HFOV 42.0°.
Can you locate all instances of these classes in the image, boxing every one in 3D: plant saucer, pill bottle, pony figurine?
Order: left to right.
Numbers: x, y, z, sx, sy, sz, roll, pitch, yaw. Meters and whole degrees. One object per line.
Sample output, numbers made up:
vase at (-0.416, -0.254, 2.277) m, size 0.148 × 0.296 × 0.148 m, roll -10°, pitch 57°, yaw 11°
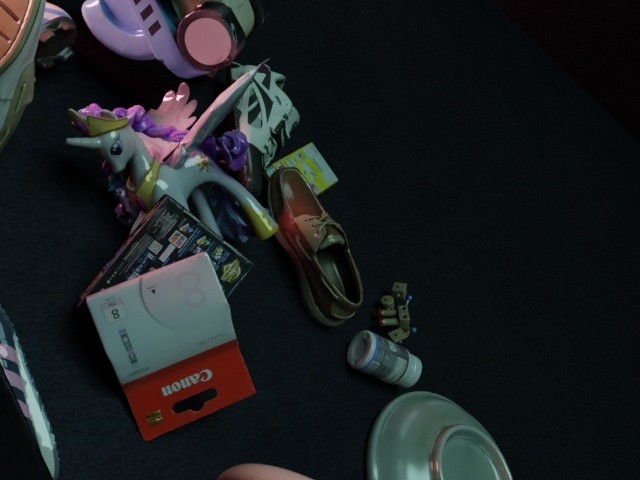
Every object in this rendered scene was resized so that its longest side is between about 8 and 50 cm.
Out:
pony figurine at (-0.226, -0.126, 1.407) m, size 0.351 × 0.302 × 0.364 m, roll -48°, pitch 115°, yaw -42°
pill bottle at (0.126, 0.233, 1.614) m, size 0.137 × 0.078 × 0.078 m, roll 28°, pitch 46°, yaw -29°
plant saucer at (0.263, 0.463, 1.570) m, size 0.400 × 0.100 × 0.401 m, roll 26°, pitch 46°, yaw -31°

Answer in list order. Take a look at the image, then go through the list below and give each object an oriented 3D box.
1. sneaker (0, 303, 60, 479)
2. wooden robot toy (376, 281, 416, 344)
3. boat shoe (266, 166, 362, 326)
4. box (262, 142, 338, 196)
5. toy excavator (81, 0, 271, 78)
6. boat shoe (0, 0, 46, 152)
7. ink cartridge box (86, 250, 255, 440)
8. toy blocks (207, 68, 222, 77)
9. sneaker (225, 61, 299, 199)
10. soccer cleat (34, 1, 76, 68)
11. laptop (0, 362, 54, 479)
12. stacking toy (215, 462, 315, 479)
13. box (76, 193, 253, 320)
sneaker at (-0.445, 0.183, 1.048) m, size 0.131 × 0.112 × 0.319 m, roll -14°, pitch 73°, yaw -51°
wooden robot toy at (0.155, 0.170, 1.716) m, size 0.173 × 0.076 × 0.079 m, roll -90°, pitch 175°, yaw -51°
boat shoe at (0.000, 0.000, 1.598) m, size 0.123 × 0.116 × 0.325 m, roll -19°, pitch 83°, yaw -39°
box at (-0.046, -0.129, 1.734) m, size 0.105 × 0.043 × 0.179 m, roll 55°, pitch 37°, yaw -1°
toy excavator at (-0.371, -0.460, 1.443) m, size 0.222 × 0.444 × 0.433 m, roll -70°, pitch 141°, yaw -55°
boat shoe at (-0.476, -0.244, 1.215) m, size 0.113 × 0.302 × 0.103 m, roll 34°, pitch 10°, yaw 15°
ink cartridge box at (-0.215, 0.156, 1.229) m, size 0.189 × 0.066 × 0.233 m, roll -22°, pitch 90°, yaw -14°
toy blocks at (-0.261, -0.510, 1.712) m, size 0.260 × 0.191 × 0.381 m, roll 32°, pitch 45°, yaw -8°
sneaker at (-0.109, -0.221, 1.640) m, size 0.146 × 0.122 × 0.331 m, roll 2°, pitch 58°, yaw -12°
soccer cleat at (-0.545, -0.309, 1.328) m, size 0.143 × 0.116 × 0.331 m, roll 35°, pitch 40°, yaw 15°
laptop at (-0.489, 0.332, 0.855) m, size 0.236 × 0.408 × 0.381 m, roll 25°, pitch 23°, yaw 36°
stacking toy at (-0.088, 0.559, 1.043) m, size 0.350 × 0.350 × 0.480 m, roll 43°, pitch 57°, yaw -14°
box at (-0.239, 0.066, 1.283) m, size 0.175 × 0.051 × 0.220 m, roll 39°, pitch 85°, yaw -17°
